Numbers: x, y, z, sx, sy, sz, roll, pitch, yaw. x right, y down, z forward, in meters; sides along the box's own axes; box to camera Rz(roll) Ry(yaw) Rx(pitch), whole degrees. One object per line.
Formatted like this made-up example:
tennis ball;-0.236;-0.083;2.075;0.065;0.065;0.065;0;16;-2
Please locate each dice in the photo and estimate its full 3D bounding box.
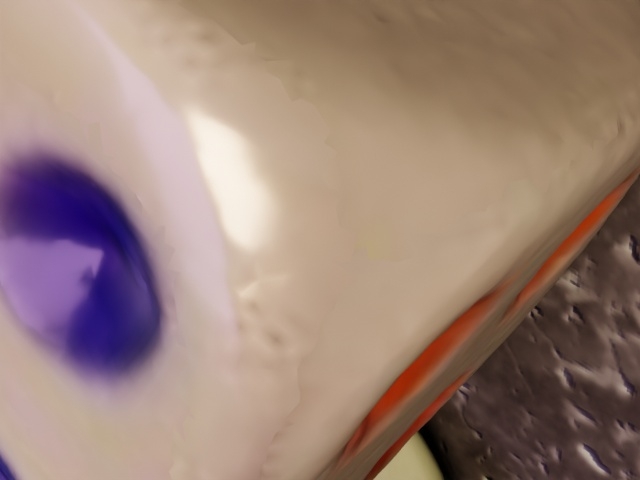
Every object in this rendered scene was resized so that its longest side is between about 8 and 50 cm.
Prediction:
dice;-0.066;-0.039;0.500;0.304;0.277;0.304;43;130;13

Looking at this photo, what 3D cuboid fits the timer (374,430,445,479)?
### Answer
timer;-0.065;0.239;0.775;0.291;0.291;0.315;45;162;20
